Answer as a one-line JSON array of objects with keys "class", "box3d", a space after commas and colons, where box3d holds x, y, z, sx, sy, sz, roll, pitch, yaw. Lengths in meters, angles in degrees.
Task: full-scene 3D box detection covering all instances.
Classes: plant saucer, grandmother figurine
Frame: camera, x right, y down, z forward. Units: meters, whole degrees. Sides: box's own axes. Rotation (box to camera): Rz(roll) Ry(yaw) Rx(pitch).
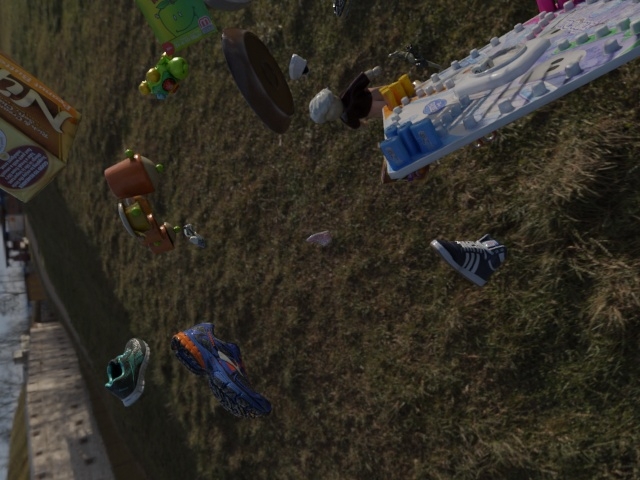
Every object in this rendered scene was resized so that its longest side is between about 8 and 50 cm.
[{"class": "plant saucer", "box3d": [-0.085, -0.244, 0.614, 0.029, 0.168, 0.169, -22, 72, 20]}, {"class": "grandmother figurine", "box3d": [0.131, -0.392, 1.159, 0.208, 0.341, 0.104, 95, 156, -44]}]

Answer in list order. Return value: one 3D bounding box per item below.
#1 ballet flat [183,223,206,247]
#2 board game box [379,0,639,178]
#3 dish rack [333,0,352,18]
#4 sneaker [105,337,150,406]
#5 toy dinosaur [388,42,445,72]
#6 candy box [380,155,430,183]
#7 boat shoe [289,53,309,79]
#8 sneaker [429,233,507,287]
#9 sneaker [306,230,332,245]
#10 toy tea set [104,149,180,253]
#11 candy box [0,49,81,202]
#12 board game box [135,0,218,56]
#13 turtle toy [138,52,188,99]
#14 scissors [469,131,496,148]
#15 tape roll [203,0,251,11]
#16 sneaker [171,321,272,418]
[{"class": "ballet flat", "box3d": [-0.448, -0.013, 1.432, 0.114, 0.041, 0.041, 46, 130, 23]}, {"class": "board game box", "box3d": [0.263, -0.270, 0.610, 0.389, 0.050, 0.390, -26, 24, 21]}, {"class": "dish rack", "box3d": [0.081, -0.476, 0.586, 0.271, 0.074, 0.209, 129, 145, -60]}, {"class": "sneaker", "box3d": [-0.414, 0.264, 0.870, 0.065, 0.076, 0.167, -35, 36, 4]}, {"class": "toy dinosaur", "box3d": [0.379, -0.690, 1.562, 0.268, 0.118, 0.064, 33, 108, 18]}, {"class": "candy box", "box3d": [0.343, -0.289, 1.646, 0.109, 0.186, 0.053, 90, 175, -50]}, {"class": "boat shoe", "box3d": [-0.069, -0.607, 1.442, 0.184, 0.063, 0.066, -132, 63, -87]}, {"class": "sneaker", "box3d": [0.463, 0.030, 1.253, 0.153, 0.282, 0.099, -49, 36, 15]}, {"class": "sneaker", "box3d": [0.000, 0.000, 2.061, 0.070, 0.134, 0.051, 65, 150, 13]}, {"class": "toy tea set", "box3d": [-0.424, -0.083, 1.045, 0.200, 0.124, 0.336, 64, 166, 9]}, {"class": "candy box", "box3d": [-0.464, -0.208, 0.489, 0.087, 0.316, 0.183, -37, 41, 7]}, {"class": "board game box", "box3d": [-0.243, -0.390, 0.616, 0.181, 0.092, 0.043, 63, 176, -35]}, {"class": "turtle toy", "box3d": [-0.344, -0.368, 0.913, 0.130, 0.066, 0.095, -24, 39, 44]}, {"class": "scissors", "box3d": [0.550, -0.443, 1.505, 0.108, 0.297, 0.021, -17, 51, 39]}, {"class": "tape roll", "box3d": [-0.237, -0.703, 1.019, 0.072, 0.219, 0.220, 16, 105, 57]}, {"class": "sneaker", "box3d": [-0.166, 0.231, 0.739, 0.221, 0.087, 0.083, 44, 138, 6]}]
